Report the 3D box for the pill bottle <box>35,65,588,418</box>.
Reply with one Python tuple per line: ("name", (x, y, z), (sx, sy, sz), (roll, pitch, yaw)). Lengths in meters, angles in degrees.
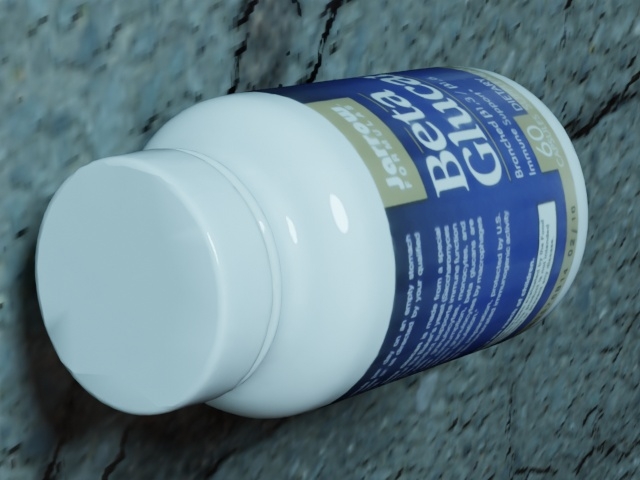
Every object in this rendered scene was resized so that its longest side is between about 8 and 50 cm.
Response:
("pill bottle", (0.000, 0.000, 0.538), (0.169, 0.094, 0.094), (-14, 123, -51))
